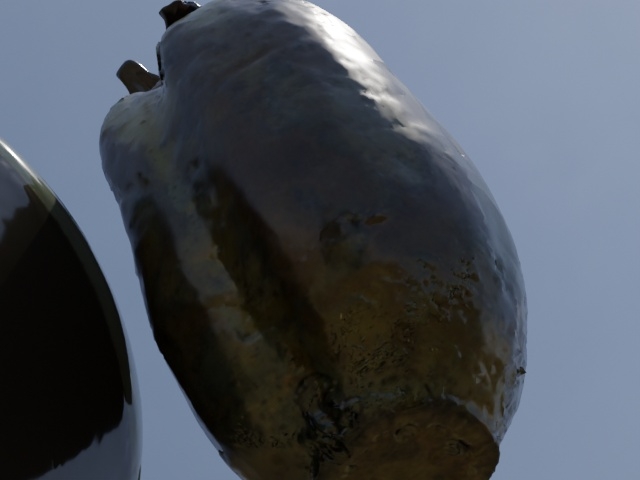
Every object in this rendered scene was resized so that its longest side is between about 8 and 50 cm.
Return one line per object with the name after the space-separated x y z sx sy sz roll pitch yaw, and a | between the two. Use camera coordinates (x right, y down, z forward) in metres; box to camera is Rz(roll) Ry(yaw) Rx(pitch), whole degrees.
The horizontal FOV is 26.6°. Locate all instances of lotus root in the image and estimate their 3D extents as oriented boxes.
0.000 0.000 0.598 0.152 0.275 0.160 -38 -42 15 | lotus root

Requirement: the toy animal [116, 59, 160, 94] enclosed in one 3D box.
-0.123 -0.092 1.210 0.121 0.210 0.117 5 -87 -7 | toy animal

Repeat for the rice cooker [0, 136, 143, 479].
-0.270 0.097 0.516 0.335 0.325 0.335 6 -73 21 | rice cooker
